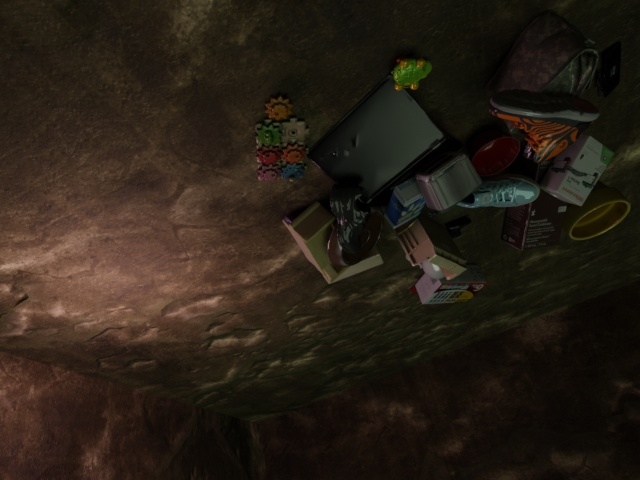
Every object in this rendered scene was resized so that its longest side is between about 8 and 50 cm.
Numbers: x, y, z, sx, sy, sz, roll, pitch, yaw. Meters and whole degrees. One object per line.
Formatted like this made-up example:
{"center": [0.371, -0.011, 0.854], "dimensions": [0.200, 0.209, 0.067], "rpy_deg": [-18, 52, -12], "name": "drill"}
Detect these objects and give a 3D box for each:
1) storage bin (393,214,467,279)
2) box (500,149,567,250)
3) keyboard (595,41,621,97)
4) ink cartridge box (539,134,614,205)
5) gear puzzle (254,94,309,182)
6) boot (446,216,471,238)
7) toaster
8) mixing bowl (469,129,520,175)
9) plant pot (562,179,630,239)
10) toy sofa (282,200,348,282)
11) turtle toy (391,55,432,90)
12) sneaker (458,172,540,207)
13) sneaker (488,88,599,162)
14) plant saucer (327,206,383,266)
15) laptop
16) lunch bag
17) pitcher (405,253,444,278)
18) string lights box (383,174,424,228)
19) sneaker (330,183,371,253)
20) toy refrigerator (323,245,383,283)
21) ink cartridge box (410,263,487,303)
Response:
{"center": [0.473, 0.024, 1.829], "dimensions": [0.262, 0.260, 0.123], "rpy_deg": [21, 126, -39], "name": "storage bin"}
{"center": [0.866, -0.165, 1.692], "dimensions": [0.191, 0.143, 0.382], "rpy_deg": [-7, 112, -16], "name": "box"}
{"center": [0.970, -0.572, 1.439], "dimensions": [0.100, 0.038, 0.192], "rpy_deg": [-46, 138, 1], "name": "keyboard"}
{"center": [0.930, -0.255, 1.547], "dimensions": [0.160, 0.092, 0.219], "rpy_deg": [19, 103, -25], "name": "ink cartridge box"}
{"center": [-0.119, -0.309, 1.350], "dimensions": [0.175, 0.044, 0.339], "rpy_deg": [-5, 142, -9], "name": "gear puzzle"}
{"center": [0.638, -0.055, 1.963], "dimensions": [0.121, 0.045, 0.099], "rpy_deg": [-16, 142, 13], "name": "boot"}
{"center": [0.422, -0.199, 1.434], "dimensions": [0.227, 0.129, 0.146], "rpy_deg": [-35, 112, -5], "name": "toaster"}
{"center": [0.616, -0.334, 1.549], "dimensions": [0.181, 0.098, 0.181], "rpy_deg": [-10, 142, -8], "name": "mixing bowl"}
{"center": [1.136, -0.169, 1.837], "dimensions": [0.253, 0.239, 0.254], "rpy_deg": [-11, 143, -8], "name": "plant pot"}
{"center": [0.000, 0.000, 1.741], "dimensions": [0.150, 0.177, 0.362], "rpy_deg": [-40, 143, -8], "name": "toy sofa"}
{"center": [0.266, -0.496, 1.237], "dimensions": [0.130, 0.066, 0.095], "rpy_deg": [-7, 142, -12], "name": "turtle toy"}
{"center": [0.624, -0.168, 1.596], "dimensions": [0.365, 0.150, 0.135], "rpy_deg": [3, 123, 22], "name": "sneaker"}
{"center": [0.591, -0.305, 1.178], "dimensions": [0.321, 0.125, 0.180], "rpy_deg": [4, 138, -12], "name": "sneaker"}
{"center": [0.157, -0.016, 1.708], "dimensions": [0.310, 0.050, 0.311], "rpy_deg": [-31, 139, -32], "name": "plant saucer"}
{"center": [0.239, -0.319, 1.499], "dimensions": [0.382, 0.236, 0.408], "rpy_deg": [-38, 166, 28], "name": "laptop"}
{"center": [0.656, -0.489, 1.249], "dimensions": [0.168, 0.235, 0.287], "rpy_deg": [6, 139, -18], "name": "lunch bag"}
{"center": [0.527, 0.104, 2.082], "dimensions": [0.177, 0.126, 0.207], "rpy_deg": [-11, 138, 29], "name": "pitcher"}
{"center": [0.333, -0.149, 1.618], "dimensions": [0.133, 0.077, 0.260], "rpy_deg": [-30, 163, -11], "name": "string lights box"}
{"center": [0.119, -0.069, 1.492], "dimensions": [0.130, 0.109, 0.286], "rpy_deg": [-3, 128, 17], "name": "sneaker"}
{"center": [0.136, 0.090, 1.918], "dimensions": [0.269, 0.102, 0.094], "rpy_deg": [-21, 143, 8], "name": "toy refrigerator"}
{"center": [0.692, 0.256, 2.315], "dimensions": [0.309, 0.130, 0.272], "rpy_deg": [1, 141, -22], "name": "ink cartridge box"}
